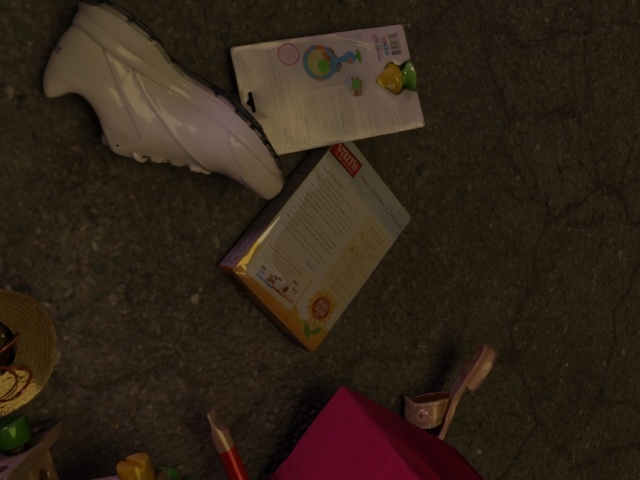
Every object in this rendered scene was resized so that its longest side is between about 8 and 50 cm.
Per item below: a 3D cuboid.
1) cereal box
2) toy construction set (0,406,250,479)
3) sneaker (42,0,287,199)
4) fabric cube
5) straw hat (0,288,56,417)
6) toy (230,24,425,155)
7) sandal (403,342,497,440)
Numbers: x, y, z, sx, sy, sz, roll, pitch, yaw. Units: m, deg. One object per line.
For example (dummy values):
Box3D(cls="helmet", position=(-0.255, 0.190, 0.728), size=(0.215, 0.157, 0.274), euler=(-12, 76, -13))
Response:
Box3D(cls="cereal box", position=(0.000, 0.000, 1.026), size=(0.240, 0.047, 0.173), euler=(-52, 121, -20))
Box3D(cls="toy construction set", position=(-0.211, 0.265, 0.826), size=(0.308, 0.257, 0.237), euler=(-27, 99, -52))
Box3D(cls="sneaker", position=(-0.165, -0.133, 0.864), size=(0.297, 0.111, 0.129), euler=(37, 96, -20))
Box3D(cls="fabric cube", position=(0.089, 0.388, 0.968), size=(0.254, 0.258, 0.259), euler=(35, 94, -33))
Box3D(cls="straw hat", position=(-0.341, 0.105, 0.786), size=(0.144, 0.061, 0.145), euler=(-18, 120, -33))
Box3D(cls="toy", position=(0.008, -0.188, 0.995), size=(0.237, 0.056, 0.137), euler=(-13, 92, -18))
Box3D(cls="sandal", position=(0.164, 0.243, 1.166), size=(0.079, 0.088, 0.240), euler=(34, 90, 2))
